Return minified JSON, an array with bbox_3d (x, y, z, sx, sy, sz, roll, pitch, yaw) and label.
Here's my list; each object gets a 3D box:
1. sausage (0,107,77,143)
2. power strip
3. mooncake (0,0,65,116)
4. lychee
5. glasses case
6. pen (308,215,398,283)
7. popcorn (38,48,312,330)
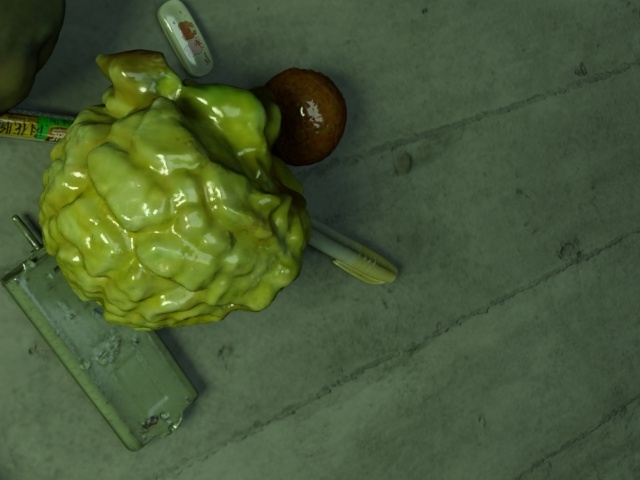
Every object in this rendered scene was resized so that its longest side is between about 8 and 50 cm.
[{"bbox_3d":[-0.273,-0.108,0.804,0.223,0.029,0.030,4,89,-34],"label":"sausage"},{"bbox_3d":[-0.220,0.085,0.842,0.092,0.034,0.268,-41,113,-26],"label":"power strip"},{"bbox_3d":[-0.347,-0.204,0.659,0.290,0.161,0.291,7,76,-31],"label":"mooncake"},{"bbox_3d":[-0.027,-0.124,0.929,0.101,0.114,0.140,29,54,-7],"label":"lychee"},{"bbox_3d":[-0.140,-0.210,0.897,0.032,0.021,0.083,-38,112,-29],"label":"glasses case"},{"bbox_3d":[0.000,0.000,0.995,0.233,0.032,0.040,27,99,-30],"label":"pen"},{"bbox_3d":[-0.125,-0.035,0.775,0.258,0.223,0.270,-86,154,-45],"label":"popcorn"}]
